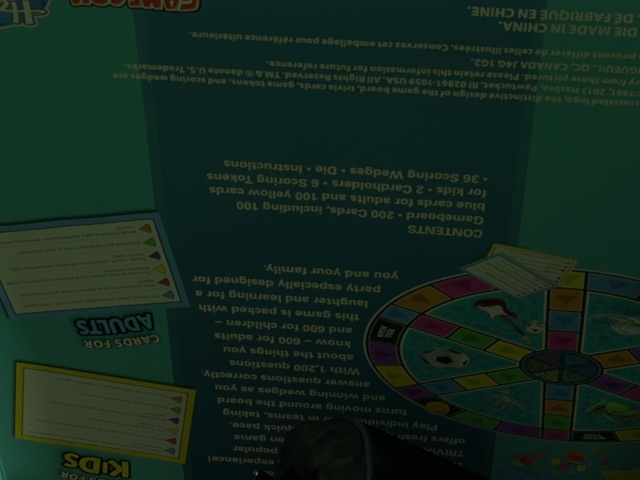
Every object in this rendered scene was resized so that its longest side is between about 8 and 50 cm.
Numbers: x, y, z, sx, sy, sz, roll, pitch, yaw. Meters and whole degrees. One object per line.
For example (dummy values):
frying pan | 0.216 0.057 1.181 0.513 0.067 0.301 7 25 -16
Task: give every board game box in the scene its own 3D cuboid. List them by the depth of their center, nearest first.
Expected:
board game box | 0.009 0.020 0.513 0.079 0.253 0.336 -82 -6 -47

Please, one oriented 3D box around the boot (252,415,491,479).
boot | 0.088 0.117 0.463 0.246 0.207 0.094 -40 30 46
